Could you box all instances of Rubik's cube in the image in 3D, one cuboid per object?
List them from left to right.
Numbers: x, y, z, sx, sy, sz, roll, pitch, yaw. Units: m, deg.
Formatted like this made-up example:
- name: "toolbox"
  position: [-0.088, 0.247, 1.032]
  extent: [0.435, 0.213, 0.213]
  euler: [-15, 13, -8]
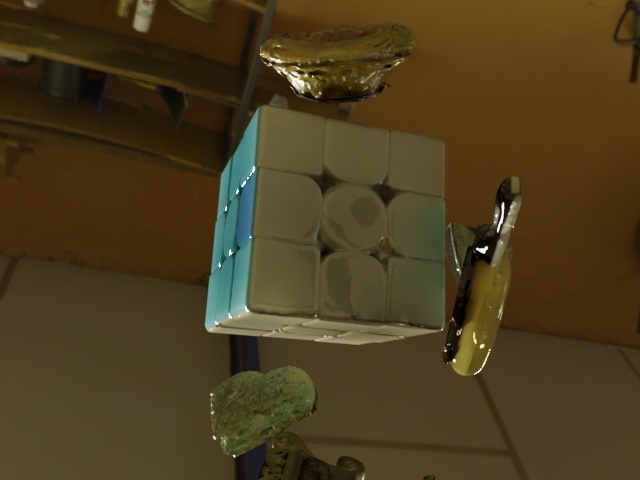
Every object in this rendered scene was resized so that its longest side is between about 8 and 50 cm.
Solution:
- name: "Rubik's cube"
  position: [0.000, 0.000, 0.927]
  extent: [0.291, 0.292, 0.290]
  euler: [8, -105, -18]

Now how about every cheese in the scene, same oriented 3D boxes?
- name: "cheese"
  position: [0.124, 0.023, 0.447]
  extent: [0.036, 0.162, 0.086]
  euler: [13, -139, 12]

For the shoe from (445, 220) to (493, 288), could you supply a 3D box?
- name: "shoe"
  position: [0.316, 0.063, 1.152]
  extent: [0.112, 0.099, 0.227]
  euler: [-17, -100, -1]

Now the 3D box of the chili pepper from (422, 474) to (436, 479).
- name: "chili pepper"
  position: [0.095, 0.249, 0.567]
  extent: [0.017, 0.083, 0.030]
  euler: [26, -140, 19]

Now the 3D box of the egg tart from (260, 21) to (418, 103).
- name: "egg tart"
  position: [0.027, -0.266, 0.887]
  extent: [0.241, 0.106, 0.241]
  euler: [-4, -155, 2]

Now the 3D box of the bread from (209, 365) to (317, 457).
- name: "bread"
  position: [-0.115, 0.269, 0.969]
  extent: [0.064, 0.232, 0.172]
  euler: [57, -132, -20]

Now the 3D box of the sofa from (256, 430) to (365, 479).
- name: "sofa"
  position: [-0.002, 0.361, 0.667]
  extent: [0.182, 0.200, 0.258]
  euler: [14, -179, 3]
